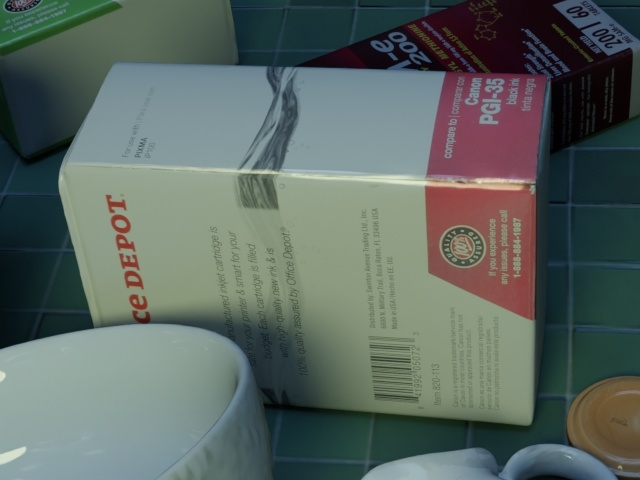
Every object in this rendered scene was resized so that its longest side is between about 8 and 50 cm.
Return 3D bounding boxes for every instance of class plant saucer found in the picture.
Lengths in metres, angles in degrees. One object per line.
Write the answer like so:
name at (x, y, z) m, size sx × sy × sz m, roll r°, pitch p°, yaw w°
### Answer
plant saucer at (0.197, 0.116, 0.974) m, size 0.083 × 0.013 × 0.083 m, roll -4°, pitch 42°, yaw 4°

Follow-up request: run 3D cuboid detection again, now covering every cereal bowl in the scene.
cereal bowl at (-0.177, 0.176, 0.823) m, size 0.339 × 0.141 × 0.339 m, roll -17°, pitch 16°, yaw 5°

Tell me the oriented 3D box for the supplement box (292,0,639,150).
supplement box at (0.113, -0.116, 1.191) m, size 0.239 × 0.073 × 0.130 m, roll -23°, pitch 46°, yaw -16°

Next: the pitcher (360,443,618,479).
pitcher at (0.143, 0.180, 0.848) m, size 0.178 × 0.125 × 0.207 m, roll -19°, pitch 31°, yaw -35°

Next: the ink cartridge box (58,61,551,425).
ink cartridge box at (0.000, 0.000, 0.981) m, size 0.283 × 0.207 × 0.117 m, roll 4°, pitch 43°, yaw 11°

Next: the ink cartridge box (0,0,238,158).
ink cartridge box at (-0.227, -0.216, 1.309) m, size 0.201 × 0.117 × 0.278 m, roll -26°, pitch 46°, yaw -20°
